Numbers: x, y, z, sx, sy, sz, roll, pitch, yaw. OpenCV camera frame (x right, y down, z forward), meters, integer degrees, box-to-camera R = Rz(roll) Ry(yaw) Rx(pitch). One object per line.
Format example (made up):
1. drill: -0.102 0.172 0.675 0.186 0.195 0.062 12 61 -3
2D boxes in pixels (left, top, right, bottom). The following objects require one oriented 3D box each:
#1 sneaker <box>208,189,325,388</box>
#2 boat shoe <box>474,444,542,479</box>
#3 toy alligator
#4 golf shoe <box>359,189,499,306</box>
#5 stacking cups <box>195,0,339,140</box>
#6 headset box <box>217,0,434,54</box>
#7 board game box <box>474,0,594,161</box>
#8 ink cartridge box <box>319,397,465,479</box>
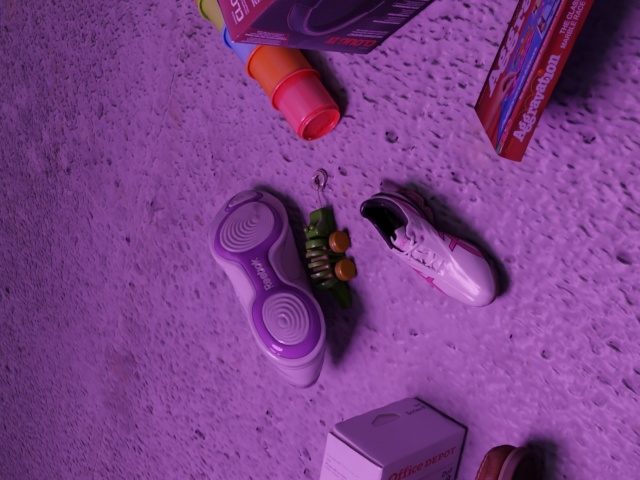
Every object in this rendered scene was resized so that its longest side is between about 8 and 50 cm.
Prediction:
1. sneaker: -0.072 0.065 1.049 0.152 0.114 0.305 79 172 -53
2. boat shoe: 0.164 0.356 0.856 0.104 0.110 0.308 20 110 41
3. toy alligator: 0.000 0.000 1.012 0.056 0.051 0.190 -17 84 45
4. golf shoe: 0.117 0.013 0.871 0.186 0.086 0.068 44 123 31
5. stacking cups: -0.085 -0.267 1.026 0.316 0.096 0.096 57 131 24
6. headset box: 0.036 -0.305 0.809 0.293 0.218 0.110 -30 75 43
7. board game box: 0.216 -0.226 0.710 0.145 0.027 0.281 -84 12 -64
8. ink cartridge box: 0.073 0.311 0.911 0.093 0.154 0.213 23 112 41
